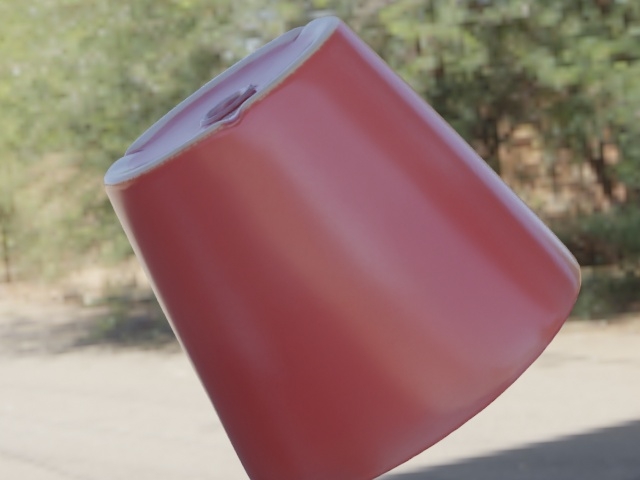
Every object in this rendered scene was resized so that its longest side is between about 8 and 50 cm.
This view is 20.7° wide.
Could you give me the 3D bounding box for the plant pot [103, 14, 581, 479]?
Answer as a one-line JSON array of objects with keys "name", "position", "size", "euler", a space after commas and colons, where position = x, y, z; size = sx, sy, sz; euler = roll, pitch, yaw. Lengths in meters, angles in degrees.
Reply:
[{"name": "plant pot", "position": [0.000, 0.000, 1.190], "size": [0.275, 0.243, 0.275], "euler": [-33, 14, 10]}]
